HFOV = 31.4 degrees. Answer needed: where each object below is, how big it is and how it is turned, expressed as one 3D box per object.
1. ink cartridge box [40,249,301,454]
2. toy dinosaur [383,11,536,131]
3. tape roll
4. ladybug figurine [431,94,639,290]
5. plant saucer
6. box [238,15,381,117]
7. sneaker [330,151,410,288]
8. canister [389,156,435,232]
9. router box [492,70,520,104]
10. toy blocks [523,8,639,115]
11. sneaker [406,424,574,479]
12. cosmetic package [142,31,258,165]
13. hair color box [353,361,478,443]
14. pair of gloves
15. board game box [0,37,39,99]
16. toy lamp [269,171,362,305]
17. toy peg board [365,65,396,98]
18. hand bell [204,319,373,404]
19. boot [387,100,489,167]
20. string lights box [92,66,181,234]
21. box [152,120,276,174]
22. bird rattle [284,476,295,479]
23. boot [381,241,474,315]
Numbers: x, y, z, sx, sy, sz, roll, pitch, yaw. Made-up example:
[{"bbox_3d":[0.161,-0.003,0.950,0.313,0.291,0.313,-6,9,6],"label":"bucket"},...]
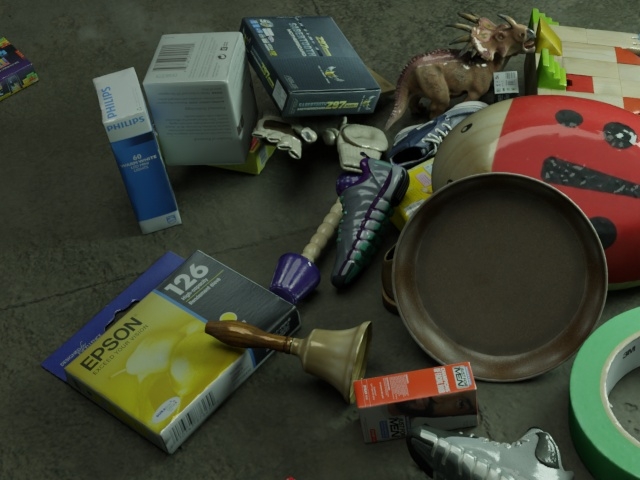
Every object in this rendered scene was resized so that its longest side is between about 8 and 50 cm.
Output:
[{"bbox_3d":[-0.242,0.149,1.790,0.307,0.072,0.303,28,57,30],"label":"ink cartridge box"},{"bbox_3d":[0.232,-0.308,2.042,0.296,0.200,0.127,-19,47,2],"label":"toy dinosaur"},{"bbox_3d":[0.504,0.227,1.561,0.321,0.077,0.321,-6,45,6],"label":"tape roll"},{"bbox_3d":[0.393,-0.082,1.748,0.450,0.162,0.305,10,82,8],"label":"ladybug figurine"},{"bbox_3d":[0.261,0.052,1.670,0.311,0.310,0.050,1,9,12],"label":"plant saucer"},{"bbox_3d":[-0.023,-0.314,2.026,0.183,0.059,0.232,-5,47,-27],"label":"box"},{"bbox_3d":[0.056,-0.032,1.853,0.098,0.083,0.223,27,83,18],"label":"sneaker"},{"bbox_3d":[0.194,-0.082,1.928,0.170,0.073,0.126,-26,47,-13],"label":"canister"},{"bbox_3d":[0.323,-0.185,1.960,0.046,0.133,0.179,-2,45,8],"label":"router box"},{"bbox_3d":[0.495,-0.244,1.978,0.261,0.190,0.381,7,46,2],"label":"toy blocks"},{"bbox_3d":[0.239,0.292,1.553,0.229,0.086,0.132,28,51,20],"label":"sneaker"},{"bbox_3d":[-0.206,-0.249,2.005,0.152,0.183,0.151,-1,45,11],"label":"cosmetic package"},{"bbox_3d":[0.136,0.232,1.615,0.167,0.093,0.053,-11,46,1],"label":"hair color box"},{"bbox_3d":[0.002,-0.186,2.013,0.240,0.042,0.204,12,24,1],"label":"pair of gloves"},{"bbox_3d":[-0.698,-0.342,2.373,0.170,0.048,0.141,-34,48,-21],"label":"board game box"},{"bbox_3d":[0.000,0.000,1.884,0.080,0.080,0.274,16,48,24],"label":"toy lamp"},{"bbox_3d":[0.027,-0.285,2.140,0.161,0.079,0.161,40,35,22],"label":"toy peg board"},{"bbox_3d":[-0.054,0.153,1.684,0.242,0.126,0.126,13,49,12],"label":"hand bell"},{"bbox_3d":[0.209,-0.177,1.985,0.190,0.069,0.086,-22,22,28],"label":"boot"},{"bbox_3d":[-0.315,-0.151,1.960,0.077,0.259,0.133,-17,46,-5],"label":"string lights box"},{"bbox_3d":[-0.205,-0.187,2.116,0.232,0.058,0.087,13,48,21],"label":"box"},{"bbox_3d":[-0.063,0.435,1.438,0.207,0.143,0.253,-29,43,5],"label":"bird rattle"},{"bbox_3d":[0.238,0.072,1.739,0.305,0.115,0.112,8,46,16],"label":"boot"}]
